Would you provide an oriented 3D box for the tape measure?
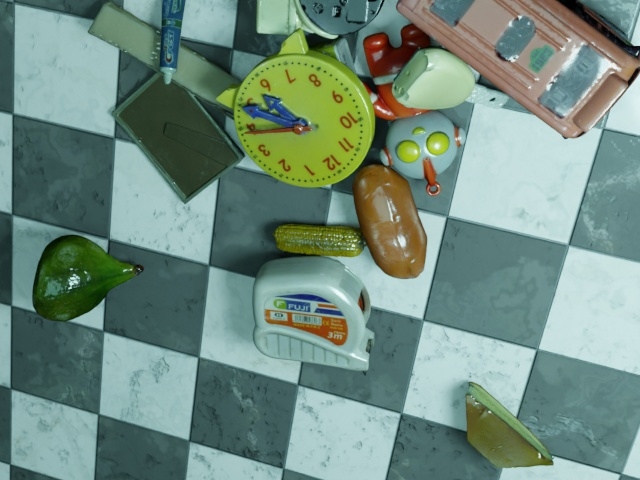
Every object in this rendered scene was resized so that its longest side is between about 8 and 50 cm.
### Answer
[{"bbox_3d":[-0.013,0.157,1.883,0.258,0.130,0.265,7,123,11],"label":"tape measure"}]

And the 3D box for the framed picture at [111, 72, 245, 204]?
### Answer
[{"bbox_3d":[-0.309,-0.226,1.875,0.189,0.023,0.260,-36,99,25],"label":"framed picture"}]

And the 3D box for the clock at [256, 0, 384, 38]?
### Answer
[{"bbox_3d":[-0.002,-0.562,1.591,0.277,0.120,0.378,4,110,9],"label":"clock"}]

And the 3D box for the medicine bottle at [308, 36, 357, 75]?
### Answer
[{"bbox_3d":[-0.027,-0.314,1.725,0.189,0.088,0.132,-11,113,19],"label":"medicine bottle"}]

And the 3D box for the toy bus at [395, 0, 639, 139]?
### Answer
[{"bbox_3d":[0.352,-0.364,1.522,0.427,0.233,0.203,37,116,-1],"label":"toy bus"}]

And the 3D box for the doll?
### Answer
[{"bbox_3d":[0.180,-0.243,1.686,0.200,0.105,0.336,-14,107,5],"label":"doll"}]

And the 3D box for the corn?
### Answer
[{"bbox_3d":[0.000,0.000,1.858,0.207,0.068,0.068,3,112,13],"label":"corn"}]

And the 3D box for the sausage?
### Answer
[{"bbox_3d":[0.141,-0.037,1.773,0.133,0.133,0.258,-14,108,20],"label":"sausage"}]

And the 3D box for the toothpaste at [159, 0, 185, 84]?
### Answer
[{"bbox_3d":[-0.303,-0.414,1.762,0.057,0.035,0.197,4,89,12],"label":"toothpaste"}]

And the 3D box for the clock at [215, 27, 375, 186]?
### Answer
[{"bbox_3d":[-0.039,-0.230,1.680,0.293,0.071,0.277,42,123,-12],"label":"clock"}]

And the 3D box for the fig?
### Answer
[{"bbox_3d":[-0.528,0.091,1.990,0.235,0.203,0.203,6,116,-14],"label":"fig"}]

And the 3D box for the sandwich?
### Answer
[{"bbox_3d":[0.391,0.420,1.909,0.258,0.094,0.096,43,114,-6],"label":"sandwich"}]

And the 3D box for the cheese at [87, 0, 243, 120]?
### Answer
[{"bbox_3d":[-0.291,-0.363,1.796,0.400,0.034,0.085,31,86,0],"label":"cheese"}]

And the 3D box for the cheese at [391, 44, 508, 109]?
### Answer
[{"bbox_3d":[0.255,-0.283,1.611,0.252,0.054,0.127,8,138,-35],"label":"cheese"}]
